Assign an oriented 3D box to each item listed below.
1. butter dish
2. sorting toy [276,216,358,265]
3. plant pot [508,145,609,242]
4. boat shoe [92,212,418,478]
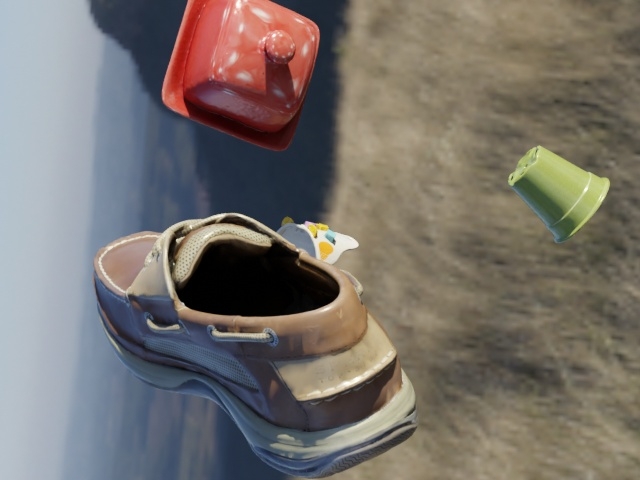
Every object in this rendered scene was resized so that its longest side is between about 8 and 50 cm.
[{"bbox_3d":[-0.065,-0.194,1.509,0.118,0.160,0.160,-9,63,63],"label":"butter dish"},{"bbox_3d":[0.000,0.000,1.578,0.083,0.075,0.045,17,103,46],"label":"sorting toy"},{"bbox_3d":[0.236,-0.054,1.448,0.083,0.079,0.083,-50,9,11],"label":"plant pot"},{"bbox_3d":[-0.055,0.036,0.908,0.324,0.123,0.116,21,132,51],"label":"boat shoe"}]
